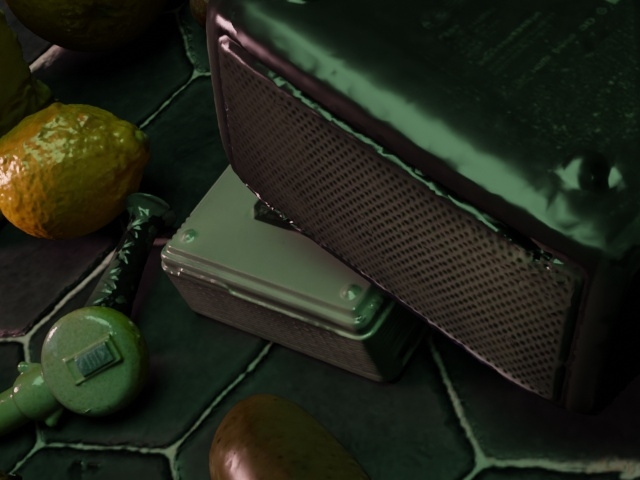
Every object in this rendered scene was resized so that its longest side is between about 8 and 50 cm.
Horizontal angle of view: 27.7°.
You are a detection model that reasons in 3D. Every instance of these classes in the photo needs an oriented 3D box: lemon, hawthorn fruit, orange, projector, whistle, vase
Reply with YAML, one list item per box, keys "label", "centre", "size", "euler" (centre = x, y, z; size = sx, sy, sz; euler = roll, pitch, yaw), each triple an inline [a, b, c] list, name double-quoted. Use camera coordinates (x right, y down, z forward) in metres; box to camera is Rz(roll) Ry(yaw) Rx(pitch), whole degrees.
- label: "lemon"
  centre: [-0.264, -0.076, 1.380]
  size: [0.187, 0.142, 0.142]
  euler: [-19, 45, 13]
- label: "hawthorn fruit"
  centre: [-0.116, -0.265, 1.530]
  size: [0.067, 0.067, 0.103]
  euler: [-27, 46, 3]
- label: "orange"
  centre: [-0.287, -0.341, 1.579]
  size: [0.236, 0.236, 0.236]
  euler: [-15, 46, 15]
- label: "projector"
  centre: [0.178, -0.132, 1.042]
  size: [0.405, 0.242, 0.395]
  euler: [36, 61, 26]
- label: "whistle"
  centre: [-0.251, 0.135, 1.225]
  size: [0.198, 0.057, 0.104]
  euler: [-29, 87, 15]
- label: "vase"
  centre: [-0.197, 0.030, 1.310]
  size: [0.059, 0.059, 0.167]
  euler: [-3, 50, 26]
- label: "projector"
  centre: [0.000, 0.000, 1.205]
  size: [0.257, 0.099, 0.192]
  euler: [17, 59, 37]

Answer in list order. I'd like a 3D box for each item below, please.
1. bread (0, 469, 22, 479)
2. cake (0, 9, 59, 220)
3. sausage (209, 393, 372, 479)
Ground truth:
- label: "bread"
  centre: [-0.358, 0.247, 1.107]
  size: [0.199, 0.199, 0.104]
  euler: [-11, 49, 18]
- label: "cake"
  centre: [-0.460, -0.170, 1.461]
  size: [0.222, 0.286, 0.227]
  euler: [15, 59, 36]
- label: "sausage"
  centre: [0.026, 0.282, 0.923]
  size: [0.136, 0.123, 0.501]
  euler: [-50, 39, 21]
